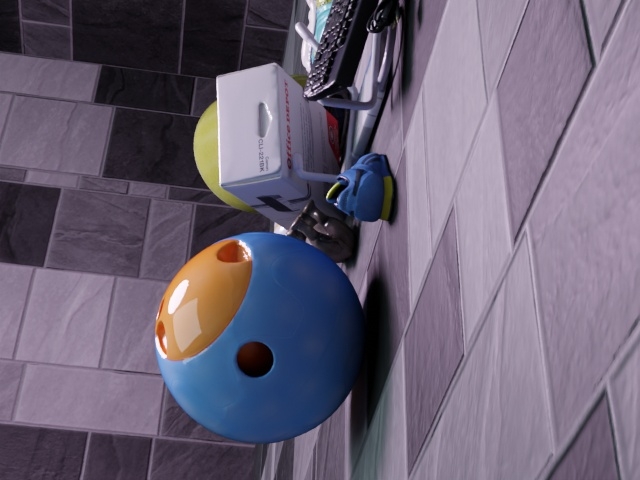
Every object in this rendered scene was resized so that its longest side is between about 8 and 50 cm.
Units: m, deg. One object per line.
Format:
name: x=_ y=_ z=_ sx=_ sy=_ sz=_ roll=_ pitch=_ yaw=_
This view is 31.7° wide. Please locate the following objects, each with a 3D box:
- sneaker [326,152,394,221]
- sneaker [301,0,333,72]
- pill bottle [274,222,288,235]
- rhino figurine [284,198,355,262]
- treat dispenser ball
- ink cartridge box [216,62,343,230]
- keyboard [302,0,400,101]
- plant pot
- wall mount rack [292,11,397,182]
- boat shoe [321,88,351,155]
sneaker: x=0.049 y=-0.079 z=1.534 sx=0.209 sy=0.082 sz=0.069 roll=-97 pitch=13 yaw=-73
sneaker: x=0.036 y=-0.436 z=2.121 sx=0.110 sy=0.107 sz=0.275 roll=-155 pitch=66 yaw=-64
pill bottle: x=-0.038 y=-0.034 z=2.217 sx=0.103 sy=0.103 sz=0.184 roll=105 pitch=170 yaw=-54
rhino figurine: x=0.000 y=0.000 z=1.842 sx=0.073 sy=0.106 sz=0.243 roll=-54 pitch=1 yaw=-8
treat dispenser ball: x=-0.081 y=0.131 z=1.543 sx=0.288 sy=0.288 sz=0.288 roll=-173 pitch=90 yaw=-84
ink cartridge box: x=-0.064 y=-0.149 z=1.880 sx=0.273 sy=0.114 sz=0.196 roll=35 pitch=-131 yaw=-64
keyboard: x=0.062 y=-0.342 z=1.519 sx=0.202 sy=0.033 sz=0.317 roll=-13 pitch=56 yaw=57
plant pot: x=-0.084 y=-0.225 z=2.299 sx=0.293 sy=0.275 sz=0.274 roll=150 pitch=128 yaw=-62
wall mount rack: x=0.027 y=-0.270 z=1.721 sx=0.350 sy=0.131 sz=0.304 roll=108 pitch=167 yaw=-60
boat shoe: x=0.012 y=-0.181 z=2.069 sx=0.076 sy=0.080 sz=0.228 roll=-92 pitch=18 yaw=-65
